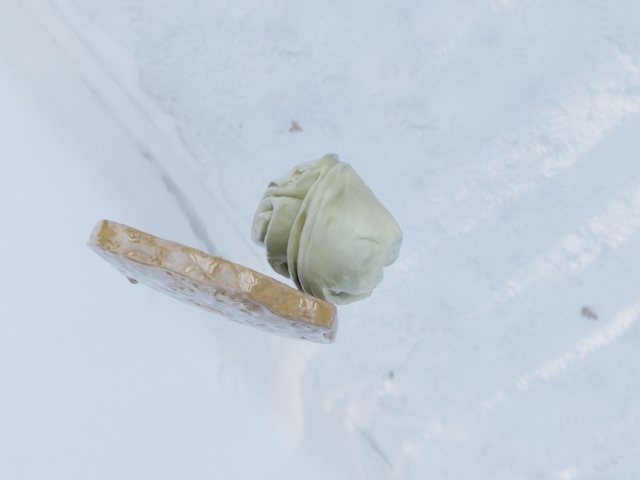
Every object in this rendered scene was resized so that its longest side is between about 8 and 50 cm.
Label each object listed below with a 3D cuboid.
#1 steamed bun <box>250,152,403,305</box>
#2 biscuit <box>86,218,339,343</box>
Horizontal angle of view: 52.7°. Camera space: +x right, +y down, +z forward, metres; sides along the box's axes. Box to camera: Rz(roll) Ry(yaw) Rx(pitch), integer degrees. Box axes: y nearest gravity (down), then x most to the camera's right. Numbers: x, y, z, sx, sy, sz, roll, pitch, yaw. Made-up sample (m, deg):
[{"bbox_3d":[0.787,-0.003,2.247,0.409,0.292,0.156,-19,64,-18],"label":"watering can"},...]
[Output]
[{"bbox_3d":[-0.001,-0.002,1.125,0.203,0.289,0.276,-30,138,-9],"label":"steamed bun"},{"bbox_3d":[-0.153,0.082,0.989,0.385,0.062,0.365,20,167,-1],"label":"biscuit"}]
